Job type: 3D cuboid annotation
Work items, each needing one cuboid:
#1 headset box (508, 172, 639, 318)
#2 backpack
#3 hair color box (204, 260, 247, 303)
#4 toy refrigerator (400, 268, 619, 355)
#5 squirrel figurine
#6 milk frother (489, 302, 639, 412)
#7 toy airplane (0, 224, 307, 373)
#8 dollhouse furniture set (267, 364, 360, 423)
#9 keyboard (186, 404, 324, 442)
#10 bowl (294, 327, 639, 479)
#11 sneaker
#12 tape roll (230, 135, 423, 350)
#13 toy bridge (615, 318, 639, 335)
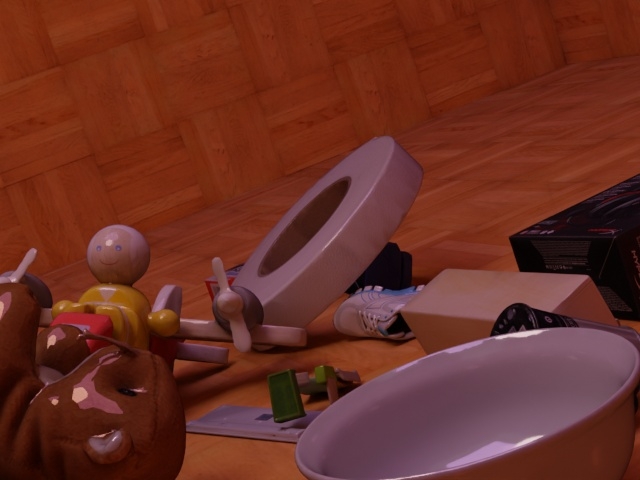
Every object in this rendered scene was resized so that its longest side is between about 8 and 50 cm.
[{"bbox_3d":[0.426,-0.010,1.681,0.293,0.110,0.218,-24,11,-24],"label":"headset box"},{"bbox_3d":[0.080,0.047,2.051,0.101,0.098,0.120,8,-1,-24],"label":"backpack"},{"bbox_3d":[-0.115,0.064,2.413,0.167,0.053,0.093,-23,10,-28],"label":"hair color box"},{"bbox_3d":[0.214,0.097,1.485,0.094,0.102,0.269,-40,18,-22],"label":"toy refrigerator"},{"bbox_3d":[-0.339,0.249,1.418,0.370,0.281,0.397,9,58,16],"label":"squirrel figurine"},{"bbox_3d":[0.228,0.147,1.303,0.134,0.129,0.143,13,-37,-25],"label":"milk frother"},{"bbox_3d":[-0.263,0.108,1.833,0.386,0.272,0.384,-7,13,-30],"label":"toy airplane"},{"bbox_3d":[-0.007,0.192,1.620,0.076,0.059,0.151,-18,-16,23],"label":"dollhouse furniture set"},{"bbox_3d":[-0.075,0.226,1.641,0.072,0.014,0.256,-21,10,-38],"label":"keyboard"},{"bbox_3d":[0.138,0.190,1.107,0.297,0.134,0.298,-18,10,3],"label":"bowl"},{"bbox_3d":[0.089,0.106,1.810,0.190,0.071,0.083,-12,18,35],"label":"sneaker"},{"bbox_3d":[0.000,0.000,2.027,0.392,0.072,0.392,-45,13,13],"label":"tape roll"},{"bbox_3d":[0.313,0.110,1.501,0.063,0.026,0.188,-24,11,-19],"label":"toy bridge"}]
